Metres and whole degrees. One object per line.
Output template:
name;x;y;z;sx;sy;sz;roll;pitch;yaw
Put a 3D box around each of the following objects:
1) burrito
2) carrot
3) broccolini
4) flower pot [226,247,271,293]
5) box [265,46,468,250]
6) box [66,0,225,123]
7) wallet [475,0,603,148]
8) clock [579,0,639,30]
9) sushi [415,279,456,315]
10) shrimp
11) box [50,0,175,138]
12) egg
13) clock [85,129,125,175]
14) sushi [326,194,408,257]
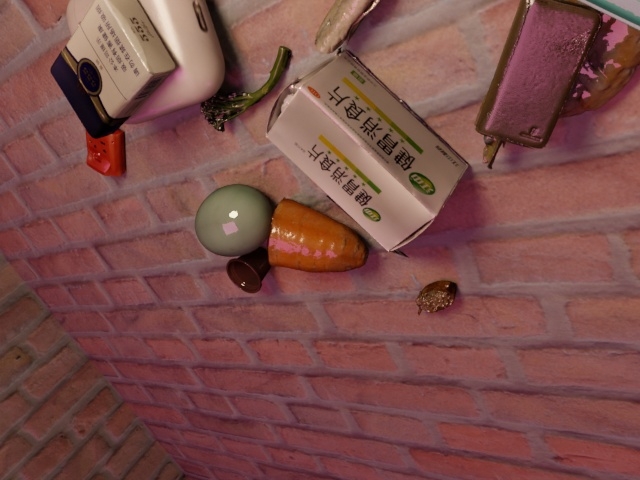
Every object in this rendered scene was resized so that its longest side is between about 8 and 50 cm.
burrito;0.071;-0.396;0.862;0.060;0.087;0.226;36;136;-10
carrot;0.000;0.000;1.226;0.224;0.159;0.159;12;133;14
broccolini;-0.164;-0.332;1.118;0.271;0.062;0.123;-27;113;39
flower pot;-0.179;0.068;1.441;0.111;0.089;0.111;19;134;21
box;0.081;-0.165;0.983;0.333;0.173;0.145;43;138;-3
box;-0.355;-0.396;1.101;0.348;0.141;0.289;-4;112;38
wallet;0.301;-0.230;0.768;0.110;0.031;0.198;18;126;8
clock;0.370;-0.379;0.621;0.262;0.116;0.231;31;119;8
sushi;0.254;0.128;1.208;0.052;0.055;0.120;45;140;-16
shrimp;0.344;-0.228;0.813;0.168;0.077;0.317;32;132;8
box;-0.397;-0.322;1.028;0.259;0.071;0.168;-27;97;41
egg;-0.207;-0.045;1.302;0.230;0.168;0.168;-20;113;50
clock;-0.587;-0.255;1.477;0.113;0.061;0.155;31;136;11
sushi;0.106;-0.050;1.112;0.192;0.050;0.215;40;180;-5
